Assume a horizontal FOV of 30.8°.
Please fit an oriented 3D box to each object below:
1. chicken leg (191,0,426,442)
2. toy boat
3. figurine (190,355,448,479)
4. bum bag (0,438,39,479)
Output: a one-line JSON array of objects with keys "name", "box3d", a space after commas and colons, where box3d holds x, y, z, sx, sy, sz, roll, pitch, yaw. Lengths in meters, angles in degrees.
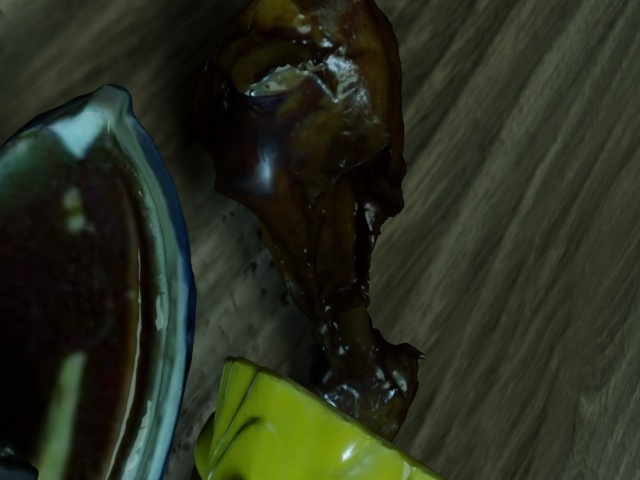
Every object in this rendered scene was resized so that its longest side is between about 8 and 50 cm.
[{"name": "chicken leg", "box3d": [0.000, 0.000, 0.623, 0.113, 0.093, 0.304, -31, 131, -28]}, {"name": "toy boat", "box3d": [-0.113, 0.069, 0.456, 0.115, 0.114, 0.262, 103, 2, -83]}, {"name": "figurine", "box3d": [-0.049, 0.223, 0.450, 0.315, 0.168, 0.187, -57, 170, -11]}, {"name": "bum bag", "box3d": [-0.202, 0.060, 0.320, 0.248, 0.060, 0.123, 35, 71, -26]}]
